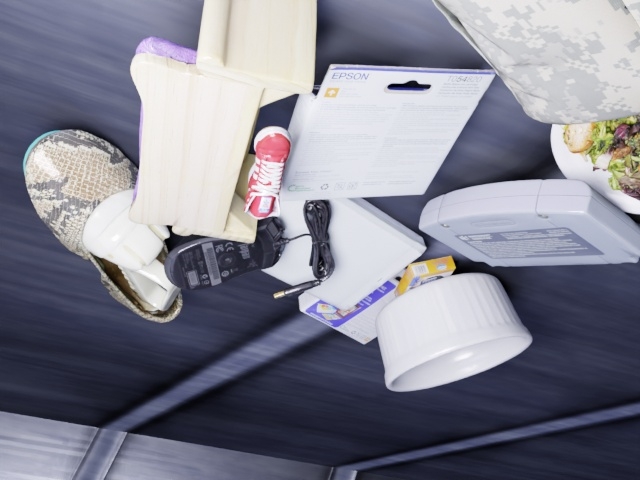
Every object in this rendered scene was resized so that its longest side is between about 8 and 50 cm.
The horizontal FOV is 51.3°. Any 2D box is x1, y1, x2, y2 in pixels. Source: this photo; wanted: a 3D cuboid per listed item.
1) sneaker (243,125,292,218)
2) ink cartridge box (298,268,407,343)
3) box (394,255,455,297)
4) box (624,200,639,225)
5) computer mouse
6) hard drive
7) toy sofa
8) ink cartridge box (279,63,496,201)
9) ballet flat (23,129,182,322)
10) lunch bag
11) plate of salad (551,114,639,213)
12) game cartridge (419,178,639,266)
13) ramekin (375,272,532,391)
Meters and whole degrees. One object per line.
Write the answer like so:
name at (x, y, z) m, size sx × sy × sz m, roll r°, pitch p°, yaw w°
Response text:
sneaker at (-0.057, -0.068, 0.724) m, size 0.042 × 0.067 × 0.118 m, roll 7°, pitch 151°, yaw -11°
ink cartridge box at (0.100, 0.107, 1.293) m, size 0.208 × 0.045 × 0.206 m, roll -35°, pitch 134°, yaw 24°
box at (0.184, 0.075, 1.201) m, size 0.081 × 0.028 × 0.136 m, roll -11°, pitch 153°, yaw -13°
box at (0.602, -0.075, 0.874) m, size 0.322 × 0.079 × 0.257 m, roll 16°, pitch 147°, yaw -16°
computer mouse at (-0.103, 0.027, 1.033) m, size 0.262 × 0.060 × 0.184 m, roll -20°, pitch 133°, yaw -8°
hard drive at (0.000, 0.000, 1.096) m, size 0.307 × 0.040 × 0.203 m, roll 29°, pitch 123°, yaw -35°
toy sofa at (-0.130, -0.148, 0.807) m, size 0.177 × 0.150 × 0.362 m, roll 9°, pitch 151°, yaw -11°
ink cartridge box at (0.071, -0.138, 0.815) m, size 0.223 × 0.045 × 0.224 m, roll -4°, pitch 145°, yaw -24°
ballet flat at (-0.307, 0.009, 1.087) m, size 0.182 × 0.164 × 0.483 m, roll 39°, pitch 160°, yaw 20°
lunch bag at (0.204, -0.239, 0.528) m, size 0.256 × 0.213 × 0.305 m, roll -22°, pitch 139°, yaw 39°
plate of salad at (0.379, -0.104, 0.822) m, size 0.199 × 0.048 × 0.200 m, roll 28°, pitch 146°, yaw 21°
game cartridge at (0.298, -0.020, 0.975) m, size 0.198 × 0.062 × 0.297 m, roll 32°, pitch 159°, yaw -31°
ramekin at (0.236, 0.170, 1.238) m, size 0.277 × 0.135 × 0.277 m, roll -14°, pitch 156°, yaw -6°
